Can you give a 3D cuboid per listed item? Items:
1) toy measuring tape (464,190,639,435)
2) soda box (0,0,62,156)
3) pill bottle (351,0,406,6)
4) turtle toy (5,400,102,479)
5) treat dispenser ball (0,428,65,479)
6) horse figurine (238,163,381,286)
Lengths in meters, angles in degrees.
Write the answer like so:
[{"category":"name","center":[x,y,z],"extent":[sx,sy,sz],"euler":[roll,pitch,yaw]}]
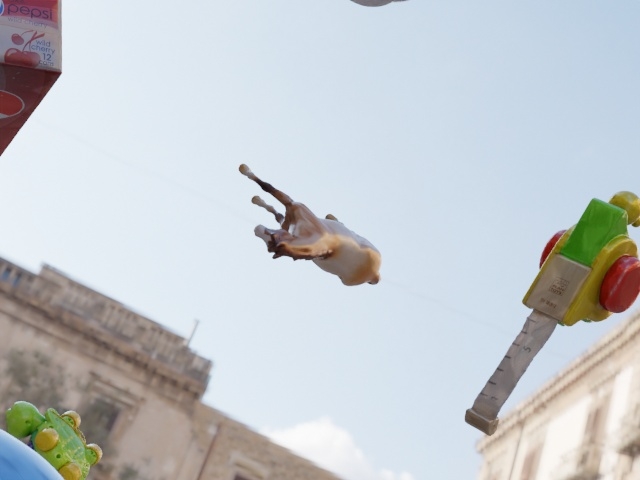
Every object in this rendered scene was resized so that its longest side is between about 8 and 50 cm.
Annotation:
[{"category":"toy measuring tape","center":[0.283,0.089,1.324],"extent":[0.121,0.330,0.121],"euler":[32,-6,4]},{"category":"soda box","center":[-0.324,-0.148,1.079],"extent":[0.092,0.083,0.263],"euler":[6,-20,-30]},{"category":"pill bottle","center":[0.121,-0.439,1.624],"extent":[0.169,0.301,0.169],"euler":[12,-57,19]},{"category":"turtle toy","center":[-0.324,0.245,1.365],"extent":[0.066,0.095,0.130],"euler":[-33,-89,13]},{"category":"treat dispenser ball","center":[-0.285,0.254,0.754],"extent":[0.288,0.288,0.288],"euler":[16,-29,9]},{"category":"horse figurine","center":[0.000,0.000,1.363],"extent":[0.263,0.066,0.174],"euler":[32,8,-45]}]
